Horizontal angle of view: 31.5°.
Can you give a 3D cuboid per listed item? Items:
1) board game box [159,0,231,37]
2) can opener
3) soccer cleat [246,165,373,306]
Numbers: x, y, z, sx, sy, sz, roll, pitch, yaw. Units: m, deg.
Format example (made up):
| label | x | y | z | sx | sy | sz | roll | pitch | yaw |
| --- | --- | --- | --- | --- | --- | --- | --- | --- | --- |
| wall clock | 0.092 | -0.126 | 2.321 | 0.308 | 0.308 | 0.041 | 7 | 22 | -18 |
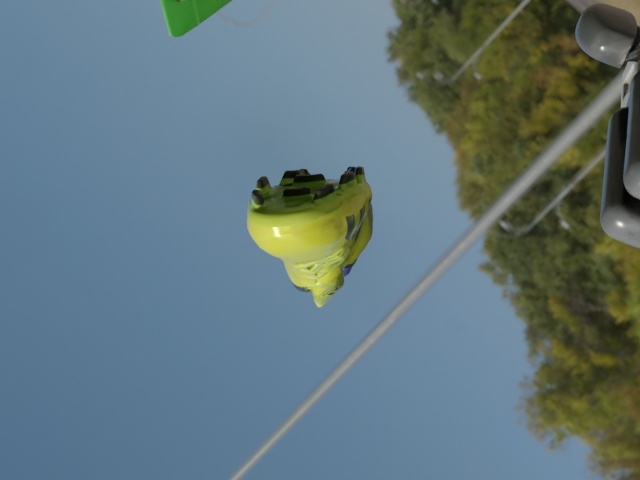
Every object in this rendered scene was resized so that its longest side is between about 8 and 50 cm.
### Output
| label | x | y | z | sx | sy | sz | roll | pitch | yaw |
| --- | --- | --- | --- | --- | --- | --- | --- | --- | --- |
| board game box | -0.025 | -0.260 | 0.829 | 0.039 | 0.259 | 0.124 | 43 | 164 | 19 |
| can opener | 0.235 | -0.105 | 0.892 | 0.095 | 0.076 | 0.283 | 22 | -143 | 1 |
| soccer cleat | 0.001 | 0.000 | 0.949 | 0.289 | 0.093 | 0.121 | -34 | -59 | -82 |
